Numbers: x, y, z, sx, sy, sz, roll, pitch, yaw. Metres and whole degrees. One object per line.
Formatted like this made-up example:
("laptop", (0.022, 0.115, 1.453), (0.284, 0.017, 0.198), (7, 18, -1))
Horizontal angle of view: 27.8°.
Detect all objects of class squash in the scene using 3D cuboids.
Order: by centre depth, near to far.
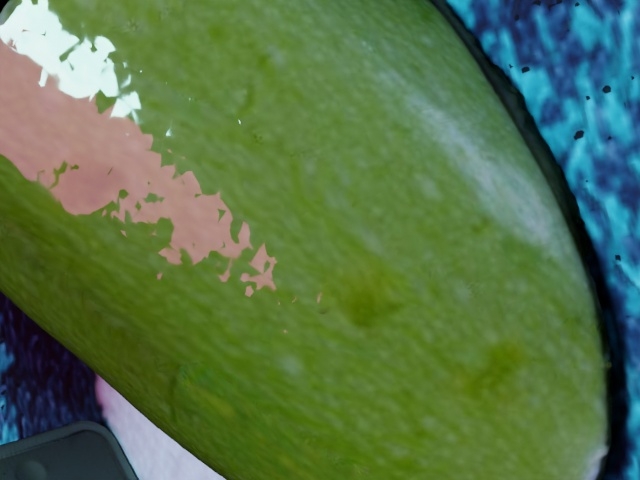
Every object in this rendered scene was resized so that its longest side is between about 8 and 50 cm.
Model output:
("squash", (0.000, 0.000, 0.587), (0.309, 0.210, 0.234), (36, 122, 0))

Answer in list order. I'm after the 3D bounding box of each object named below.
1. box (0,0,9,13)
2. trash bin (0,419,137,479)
("box", (-0.217, -0.108, 0.634), (0.116, 0.261, 0.279), (15, 114, -7))
("trash bin", (-0.188, 0.243, 0.762), (0.240, 0.122, 0.164), (-49, 64, 39))
